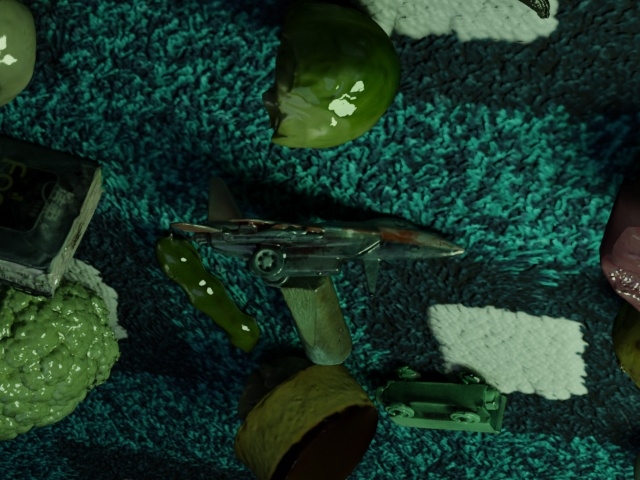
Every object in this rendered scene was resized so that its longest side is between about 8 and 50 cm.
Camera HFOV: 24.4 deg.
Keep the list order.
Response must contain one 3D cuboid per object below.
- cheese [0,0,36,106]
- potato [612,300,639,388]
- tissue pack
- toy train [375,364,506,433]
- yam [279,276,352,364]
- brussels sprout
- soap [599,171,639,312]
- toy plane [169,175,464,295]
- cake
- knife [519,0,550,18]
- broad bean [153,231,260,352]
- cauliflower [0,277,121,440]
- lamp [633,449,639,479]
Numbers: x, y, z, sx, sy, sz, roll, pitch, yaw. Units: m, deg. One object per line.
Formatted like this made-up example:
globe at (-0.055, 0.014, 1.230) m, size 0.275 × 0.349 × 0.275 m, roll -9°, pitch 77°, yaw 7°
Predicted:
cheese at (-0.473, -0.202, 1.496) m, size 0.328 × 0.130 × 0.351 m, roll -8°, pitch 168°, yaw 36°
potato at (0.409, 0.122, 1.636) m, size 0.176 × 0.137 × 0.137 m, roll 17°, pitch 147°, yaw 1°
tissue pack at (-0.396, -0.043, 1.759) m, size 0.235 × 0.173 × 0.073 m, roll 17°, pitch 146°, yaw 6°
toy train at (0.160, 0.214, 1.954) m, size 0.172 × 0.070 × 0.099 m, roll 1°, pitch 154°, yaw 27°
yam at (-0.004, 0.091, 1.852) m, size 0.068 × 0.068 × 0.169 m, roll 6°, pitch 146°, yaw 19°
brussels sprout at (0.014, -0.153, 1.409) m, size 0.122 × 0.151 × 0.149 m, roll 10°, pitch 141°, yaw 6°
soap at (0.430, 0.023, 1.474) m, size 0.325 × 0.127 × 0.220 m, roll 22°, pitch 147°, yaw -3°
toy plane at (-0.002, 0.007, 1.695) m, size 0.326 × 0.104 × 0.223 m, roll 12°, pitch 174°, yaw 5°
cake at (-0.043, 0.240, 1.995) m, size 0.178 × 0.207 × 0.185 m, roll 36°, pitch 156°, yaw 26°
knife at (0.105, -0.245, 1.343) m, size 0.222 × 0.021 × 0.045 m, roll 17°, pitch 150°, yaw 2°
broad bean at (-0.140, 0.074, 1.920) m, size 0.053 × 0.052 × 0.256 m, roll 47°, pitch 176°, yaw 46°
cauliflower at (-0.428, 0.128, 2.032) m, size 0.250 × 0.272 × 0.275 m, roll 42°, pitch 154°, yaw 58°
lamp at (0.451, 0.296, 1.890) m, size 0.105 × 0.105 × 0.105 m, roll 13°, pitch 147°, yaw 9°
